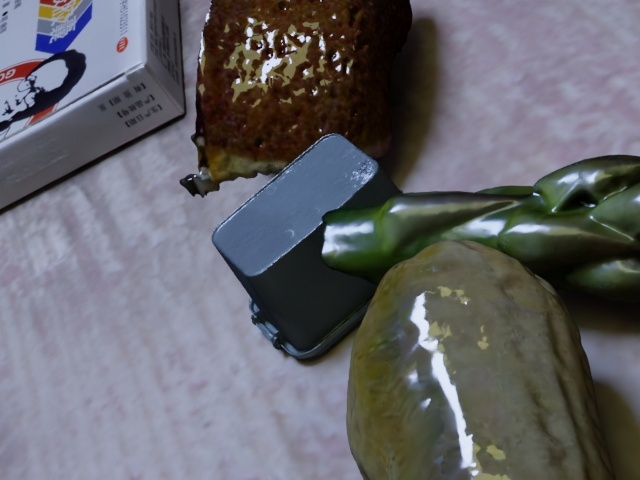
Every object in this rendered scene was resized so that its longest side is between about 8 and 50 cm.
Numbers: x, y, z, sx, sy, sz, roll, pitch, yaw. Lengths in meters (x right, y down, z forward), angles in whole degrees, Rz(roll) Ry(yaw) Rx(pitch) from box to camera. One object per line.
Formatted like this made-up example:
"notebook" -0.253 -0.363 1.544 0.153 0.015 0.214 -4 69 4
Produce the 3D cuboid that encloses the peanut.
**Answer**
"peanut" 0.069 0.106 0.584 0.120 0.110 0.236 -17 50 18

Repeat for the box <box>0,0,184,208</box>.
"box" -0.228 -0.179 1.154 0.214 0.069 0.353 -26 40 13

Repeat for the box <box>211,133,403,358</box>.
"box" 0.000 0.000 0.776 0.122 0.069 0.084 -41 38 -7

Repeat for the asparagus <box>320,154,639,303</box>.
"asparagus" 0.138 -0.002 0.666 0.287 0.080 0.080 -8 45 30

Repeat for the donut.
"donut" -0.012 -0.119 0.868 0.126 0.144 0.186 1 21 12
